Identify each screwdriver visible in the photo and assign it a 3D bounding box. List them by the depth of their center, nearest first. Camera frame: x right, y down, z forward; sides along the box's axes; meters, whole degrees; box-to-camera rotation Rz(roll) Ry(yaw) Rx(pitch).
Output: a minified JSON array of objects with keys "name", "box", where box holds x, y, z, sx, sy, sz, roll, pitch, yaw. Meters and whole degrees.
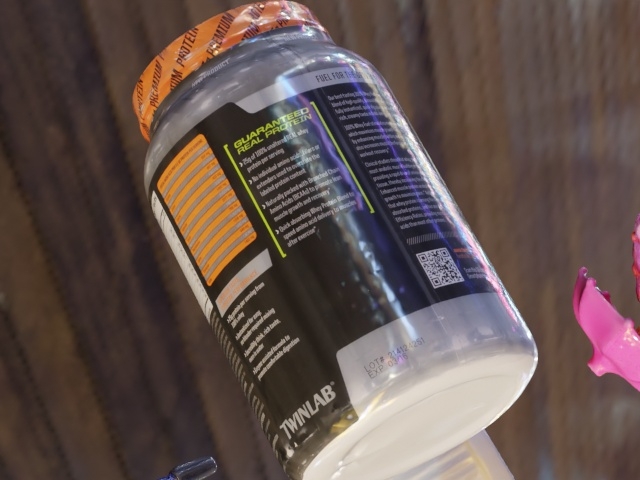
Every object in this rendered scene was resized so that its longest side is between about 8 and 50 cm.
[{"name":"screwdriver","box":[-0.177,0.250,1.903,0.170,0.025,0.024,-17,97,-32]}]

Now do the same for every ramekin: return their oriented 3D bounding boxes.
[{"name":"ramekin","box":[0.120,0.234,1.885,0.109,0.207,0.207,-31,149,-3]}]

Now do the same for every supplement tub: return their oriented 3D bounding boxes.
[{"name":"supplement tub","box":[0.000,0.000,1.324,0.194,0.316,0.193,-24,159,-10]}]

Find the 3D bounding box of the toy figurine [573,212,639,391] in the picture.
[{"name":"toy figurine","box":[0.205,0.014,0.961,0.159,0.130,0.173,-13,121,-23]}]
